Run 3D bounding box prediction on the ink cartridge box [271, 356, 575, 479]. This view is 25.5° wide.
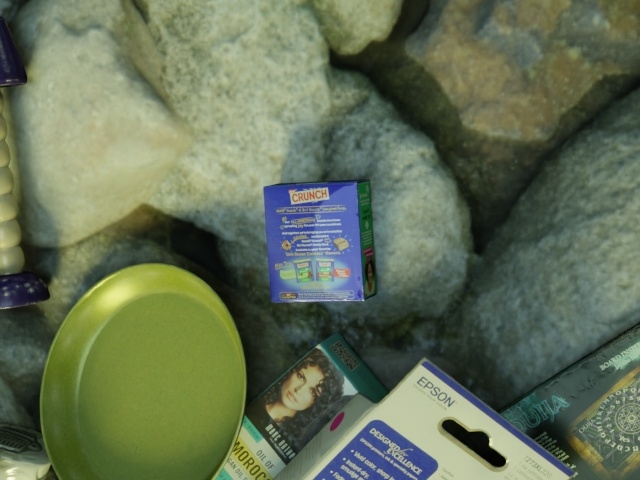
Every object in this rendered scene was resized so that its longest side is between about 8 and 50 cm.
[{"bbox_3d":[0.033,0.263,1.249,0.175,0.069,0.371,37,112,-15],"label":"ink cartridge box"}]

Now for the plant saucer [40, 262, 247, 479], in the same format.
[{"bbox_3d":[-0.159,0.142,1.315,0.240,0.037,0.241,-8,75,31],"label":"plant saucer"}]

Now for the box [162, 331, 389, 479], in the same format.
[{"bbox_3d":[-0.046,0.201,1.308,0.244,0.060,0.100,-43,83,18],"label":"box"}]

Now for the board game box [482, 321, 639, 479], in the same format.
[{"bbox_3d":[0.247,0.163,1.229,0.186,0.026,0.126,-35,85,18],"label":"board game box"}]

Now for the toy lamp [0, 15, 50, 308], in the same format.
[{"bbox_3d":[-0.308,-0.075,1.351,0.080,0.080,0.275,-4,98,18],"label":"toy lamp"}]

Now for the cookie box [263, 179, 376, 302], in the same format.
[{"bbox_3d":[0.000,0.000,1.279,0.091,0.040,0.107,-1,96,18],"label":"cookie box"}]

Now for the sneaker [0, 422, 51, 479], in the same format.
[{"bbox_3d":[-0.381,0.228,1.405,0.232,0.090,0.115,16,105,16],"label":"sneaker"}]
